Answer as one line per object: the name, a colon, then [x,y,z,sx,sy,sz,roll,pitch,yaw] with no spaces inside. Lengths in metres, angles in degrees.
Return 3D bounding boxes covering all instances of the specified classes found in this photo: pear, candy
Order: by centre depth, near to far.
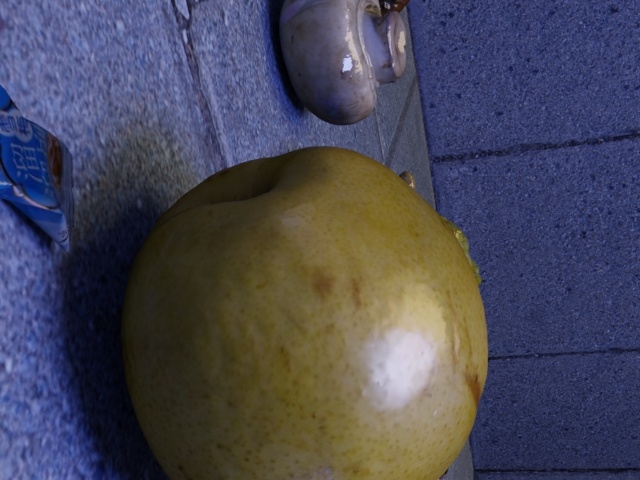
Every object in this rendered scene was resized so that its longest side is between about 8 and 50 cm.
candy: [-0.191,-0.048,0.458,0.136,0.038,0.088,65,10,-68]
pear: [-0.013,0.083,0.583,0.314,0.315,0.314,-5,90,-75]

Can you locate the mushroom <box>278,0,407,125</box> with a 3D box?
mushroom: [0.033,-0.303,1.089,0.255,0.184,0.254,-4,94,-62]

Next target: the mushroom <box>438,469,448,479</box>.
mushroom: [0.027,0.347,0.859,0.313,0.225,0.397,-96,-179,-67]

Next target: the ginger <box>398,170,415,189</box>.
ginger: [0.137,-0.003,1.522,0.065,0.118,0.298,13,79,-58]

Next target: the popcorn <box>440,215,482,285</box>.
popcorn: [0.239,0.073,1.600,0.235,0.242,0.250,-42,122,-68]

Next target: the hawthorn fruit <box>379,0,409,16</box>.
hawthorn fruit: [0.084,-0.547,1.385,0.199,0.200,0.251,49,23,-65]
